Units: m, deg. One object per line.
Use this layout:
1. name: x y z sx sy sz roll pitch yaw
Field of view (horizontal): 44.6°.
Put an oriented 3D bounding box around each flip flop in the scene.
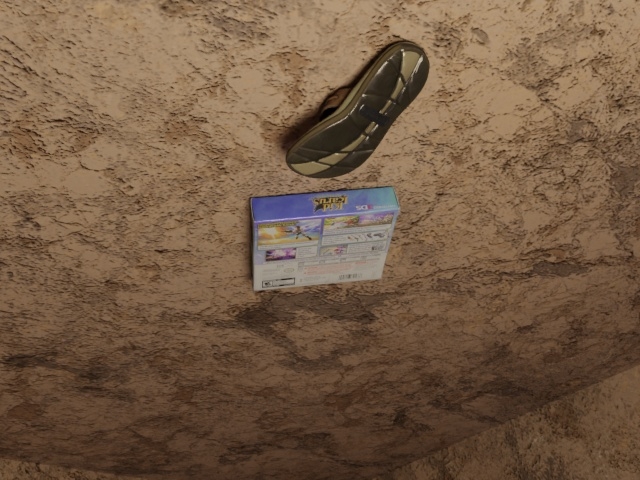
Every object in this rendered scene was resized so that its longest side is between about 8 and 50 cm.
1. flip flop: 0.054 -0.204 1.220 0.112 0.080 0.277 26 117 -35

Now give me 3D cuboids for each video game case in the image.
1. video game case: 0.000 0.000 1.508 0.270 0.061 0.244 -5 147 -9
